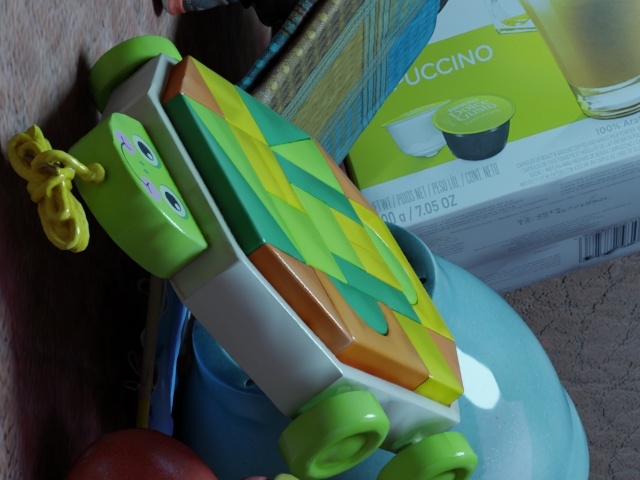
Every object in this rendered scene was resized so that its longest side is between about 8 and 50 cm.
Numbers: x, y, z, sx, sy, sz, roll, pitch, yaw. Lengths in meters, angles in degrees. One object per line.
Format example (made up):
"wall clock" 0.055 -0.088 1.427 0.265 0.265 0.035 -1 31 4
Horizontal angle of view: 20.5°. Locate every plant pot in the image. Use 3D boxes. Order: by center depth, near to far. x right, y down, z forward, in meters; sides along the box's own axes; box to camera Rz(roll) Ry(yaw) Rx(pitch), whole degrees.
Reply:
"plant pot" 0.023 0.110 1.232 0.293 0.293 0.196 -81 156 -47

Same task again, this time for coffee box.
"coffee box" 0.175 -0.155 1.764 0.338 0.337 0.334 68 6 -72

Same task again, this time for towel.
"towel" 0.018 -0.145 1.368 0.271 0.040 0.370 -55 171 -12

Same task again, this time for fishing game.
"fishing game" -0.102 0.049 1.098 0.264 0.041 0.189 -84 -178 -74

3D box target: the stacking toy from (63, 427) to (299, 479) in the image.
"stacking toy" -0.128 0.235 0.848 0.280 0.130 0.309 -63 175 11

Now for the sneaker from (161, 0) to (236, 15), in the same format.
"sneaker" -0.070 -0.224 1.173 0.061 0.064 0.158 54 39 -79

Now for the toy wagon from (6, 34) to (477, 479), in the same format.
"toy wagon" -0.034 0.005 0.945 0.267 0.068 0.344 59 14 27

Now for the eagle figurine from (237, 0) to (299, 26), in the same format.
"eagle figurine" -0.013 -0.329 1.325 0.226 0.225 0.298 9 118 -44
